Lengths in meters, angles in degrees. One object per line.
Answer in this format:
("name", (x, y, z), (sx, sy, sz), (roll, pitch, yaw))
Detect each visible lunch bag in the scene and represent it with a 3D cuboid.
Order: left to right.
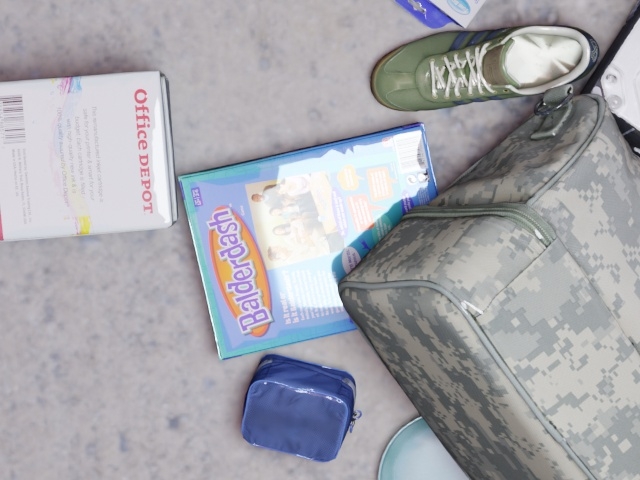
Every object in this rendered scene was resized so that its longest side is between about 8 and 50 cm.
("lunch bag", (-0.014, 0.138, 1.574), (0.098, 0.065, 0.067), (15, 114, 0))
("lunch bag", (0.206, 0.064, 1.484), (0.256, 0.212, 0.305), (-44, 108, -20))

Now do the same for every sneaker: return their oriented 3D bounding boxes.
("sneaker", (0.137, -0.146, 1.548), (0.192, 0.086, 0.064), (-8, 93, 0))

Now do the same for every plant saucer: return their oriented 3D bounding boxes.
("plant saucer", (0.108, 0.203, 1.602), (0.119, 0.021, 0.119), (0, 94, -2))

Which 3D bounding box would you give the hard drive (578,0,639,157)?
("hard drive", (0.410, -0.112, 1.545), (0.339, 0.064, 0.237), (35, 79, -2))

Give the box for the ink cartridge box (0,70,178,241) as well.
("ink cartridge box", (-0.206, -0.068, 1.526), (0.176, 0.127, 0.128), (-4, 93, -1))

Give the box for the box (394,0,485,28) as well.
("box", (0.118, -0.242, 1.562), (0.081, 0.028, 0.136), (35, 91, -20))

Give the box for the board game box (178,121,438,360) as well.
("board game box", (0.000, 0.000, 1.575), (0.210, 0.047, 0.160), (-12, 94, -1))
